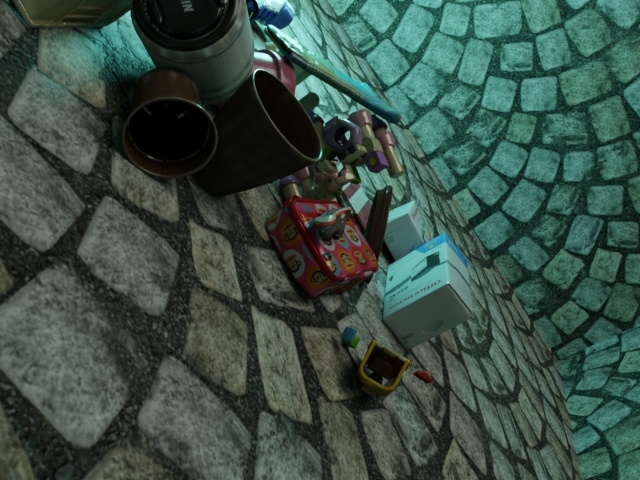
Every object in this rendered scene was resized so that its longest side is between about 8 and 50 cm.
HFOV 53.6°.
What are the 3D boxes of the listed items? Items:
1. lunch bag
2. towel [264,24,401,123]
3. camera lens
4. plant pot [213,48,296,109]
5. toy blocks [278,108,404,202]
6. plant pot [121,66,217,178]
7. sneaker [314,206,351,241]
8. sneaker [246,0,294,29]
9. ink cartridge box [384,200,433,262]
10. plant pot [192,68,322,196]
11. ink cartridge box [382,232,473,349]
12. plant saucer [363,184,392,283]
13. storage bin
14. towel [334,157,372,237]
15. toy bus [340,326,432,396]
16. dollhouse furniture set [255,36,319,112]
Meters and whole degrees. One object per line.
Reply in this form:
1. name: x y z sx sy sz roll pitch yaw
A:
1. lunch bag: 0.000 0.000 1.531 0.258 0.120 0.293 59 24 13
2. towel: 0.033 -0.447 1.702 0.370 0.040 0.271 24 20 -32
3. camera lens: -0.250 -0.422 1.292 0.220 0.219 0.274 62 -5 9
4. plant pot: -0.189 -0.380 1.537 0.180 0.201 0.202 10 51 -42
5. toy blocks: 0.018 -0.253 1.669 0.308 0.288 0.260 8 58 -59
6. plant pot: -0.284 -0.229 1.181 0.167 0.167 0.165 40 20 -38
7. sneaker: 0.030 -0.035 1.435 0.158 0.061 0.065 -32 112 -61
8. sneaker: -0.220 -0.744 2.027 0.315 0.127 0.182 23 44 -45
9. ink cartridge box: 0.313 0.026 2.104 0.278 0.117 0.201 62 19 -7
10. plant pot: -0.151 -0.192 1.296 0.215 0.230 0.215 46 25 -28
11. ink cartridge box: 0.310 0.141 1.848 0.129 0.223 0.307 51 23 -17
12. plant saucer: 0.147 -0.019 1.742 0.041 0.278 0.278 13 30 0
13. storage bin: -0.481 -0.542 1.161 0.262 0.123 0.260 61 21 -9
14. towel: 0.100 -0.144 2.027 0.329 0.037 0.237 58 20 -6
15. toy bus: 0.131 0.298 1.426 0.202 0.190 0.104 43 70 -32
16. dollhouse furniture set: -0.040 -0.489 1.988 0.303 0.173 0.355 62 23 8
